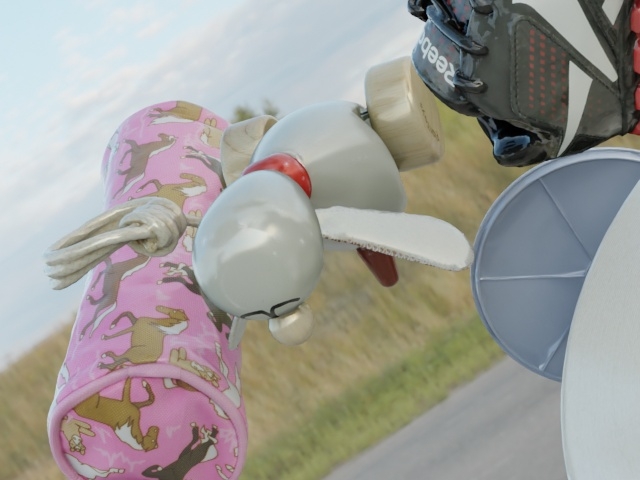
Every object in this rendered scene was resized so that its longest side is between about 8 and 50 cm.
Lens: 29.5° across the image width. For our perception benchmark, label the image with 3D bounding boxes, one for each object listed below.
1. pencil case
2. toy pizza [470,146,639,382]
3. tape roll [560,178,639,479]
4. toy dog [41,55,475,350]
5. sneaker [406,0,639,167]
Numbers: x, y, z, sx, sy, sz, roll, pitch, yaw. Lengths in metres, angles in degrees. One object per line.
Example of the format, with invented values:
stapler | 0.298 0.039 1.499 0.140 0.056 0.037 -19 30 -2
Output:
pencil case | -0.132 0.044 1.035 0.160 0.167 0.386 -26 34 17
toy pizza | 0.217 0.021 0.943 0.201 0.201 0.032 -34 15 17
tape roll | 0.300 0.067 0.682 0.392 0.072 0.392 -33 45 41
toy dog | 0.000 0.000 0.808 0.220 0.161 0.334 -14 18 37
sneaker | 0.098 -0.130 0.570 0.135 0.097 0.276 -24 -40 5
